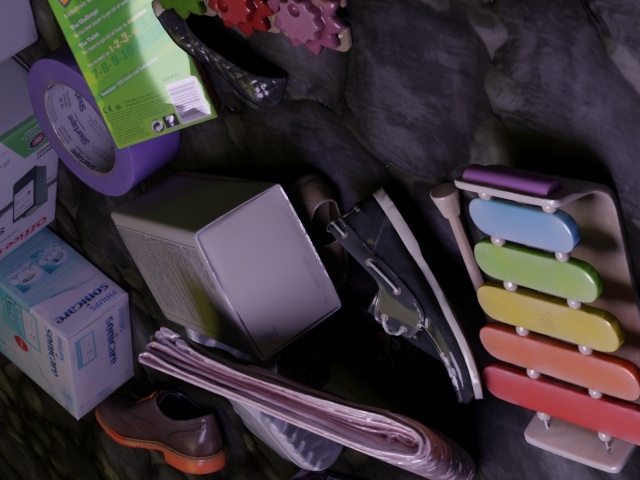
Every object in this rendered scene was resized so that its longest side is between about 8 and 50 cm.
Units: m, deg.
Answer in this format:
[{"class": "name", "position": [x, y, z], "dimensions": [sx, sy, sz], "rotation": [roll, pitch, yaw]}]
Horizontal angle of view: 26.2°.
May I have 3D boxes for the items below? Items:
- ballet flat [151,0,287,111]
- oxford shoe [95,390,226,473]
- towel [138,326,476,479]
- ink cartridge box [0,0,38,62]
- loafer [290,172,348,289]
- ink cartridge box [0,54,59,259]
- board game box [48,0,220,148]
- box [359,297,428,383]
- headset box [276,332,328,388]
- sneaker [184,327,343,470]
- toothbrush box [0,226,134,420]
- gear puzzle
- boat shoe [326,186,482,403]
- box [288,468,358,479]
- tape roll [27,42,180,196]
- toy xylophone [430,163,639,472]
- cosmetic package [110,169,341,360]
[{"class": "ballet flat", "position": [-0.104, -0.203, 1.434], "dimensions": [0.173, 0.057, 0.049], "rotation": [40, 121, 5]}, {"class": "oxford shoe", "position": [-0.241, 0.262, 2.069], "dimensions": [0.271, 0.097, 0.098], "rotation": [14, 113, 40]}, {"class": "towel", "position": [0.002, 0.183, 1.471], "dimensions": [0.317, 0.053, 0.332], "rotation": [20, 173, 18]}, {"class": "ink cartridge box", "position": [-0.498, -0.352, 1.722], "dimensions": [0.272, 0.114, 0.197], "rotation": [30, 144, 30]}, {"class": "loafer", "position": [0.000, 0.000, 1.485], "dimensions": [0.050, 0.056, 0.148], "rotation": [-129, 20, -54]}, {"class": "ink cartridge box", "position": [-0.468, -0.086, 1.868], "dimensions": [0.121, 0.211, 0.289], "rotation": [41, 149, 14]}, {"class": "board game box", "position": [-0.214, -0.233, 1.487], "dimensions": [0.124, 0.039, 0.259], "rotation": [-17, 117, 13]}, {"class": "box", "position": [0.081, 0.101, 1.497], "dimensions": [0.062, 0.052, 0.083], "rotation": [33, 146, 27]}, {"class": "headset box", "position": [-0.021, 0.158, 1.680], "dimensions": [0.032, 0.062, 0.083], "rotation": [31, 144, 29]}, {"class": "sneaker", "position": [-0.094, 0.185, 1.761], "dimensions": [0.281, 0.105, 0.115], "rotation": [56, 149, -9]}, {"class": "toothbrush box", "position": [-0.427, 0.096, 2.086], "dimensions": [0.295, 0.126, 0.216], "rotation": [36, 146, 22]}, {"class": "gear puzzle", "position": [-0.126, -0.281, 1.328], "dimensions": [0.338, 0.044, 0.175], "rotation": [19, 137, 28]}, {"class": "boat shoe", "position": [0.088, 0.064, 1.372], "dimensions": [0.233, 0.079, 0.084], "rotation": [61, 179, 10]}, {"class": "box", "position": [0.029, 0.447, 1.839], "dimensions": [0.163, 0.142, 0.247], "rotation": [4, 124, 52]}, {"class": "tape roll", "position": [-0.261, -0.153, 1.654], "dimensions": [0.189, 0.080, 0.189], "rotation": [34, 146, 27]}, {"class": "toy xylophone", "position": [0.201, 0.059, 1.269], "dimensions": [0.236, 0.081, 0.323], "rotation": [6, 126, 51]}, {"class": "cosmetic package", "position": [-0.115, 0.019, 1.546], "dimensions": [0.309, 0.113, 0.160], "rotation": [13, 132, 63]}]
